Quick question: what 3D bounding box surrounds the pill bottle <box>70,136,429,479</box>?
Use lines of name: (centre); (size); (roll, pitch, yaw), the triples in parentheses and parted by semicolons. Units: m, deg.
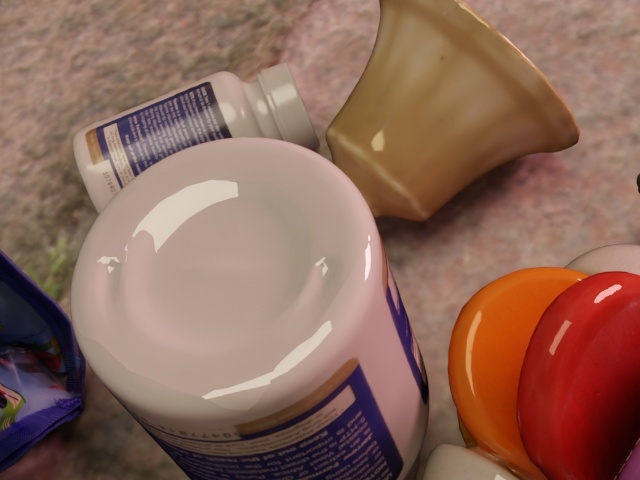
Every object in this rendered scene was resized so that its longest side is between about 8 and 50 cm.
pill bottle: (-0.015, 0.054, 0.469); (0.112, 0.186, 0.112); (-7, 57, 11)

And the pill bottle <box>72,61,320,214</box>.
pill bottle: (-0.064, -0.050, 0.621); (0.120, 0.067, 0.067); (-22, 56, 1)

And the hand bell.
hand bell: (0.000, 0.000, 0.569); (0.242, 0.126, 0.126); (-49, 59, -2)

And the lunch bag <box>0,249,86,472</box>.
lunch bag: (-0.235, 0.031, 0.486); (0.221, 0.293, 0.138); (9, 85, 7)

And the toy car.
toy car: (0.130, 0.073, 0.449); (0.182, 0.136, 0.159); (28, 69, 28)

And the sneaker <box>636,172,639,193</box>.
sneaker: (0.277, -0.006, 0.482); (0.276, 0.097, 0.135); (-3, 56, 11)
